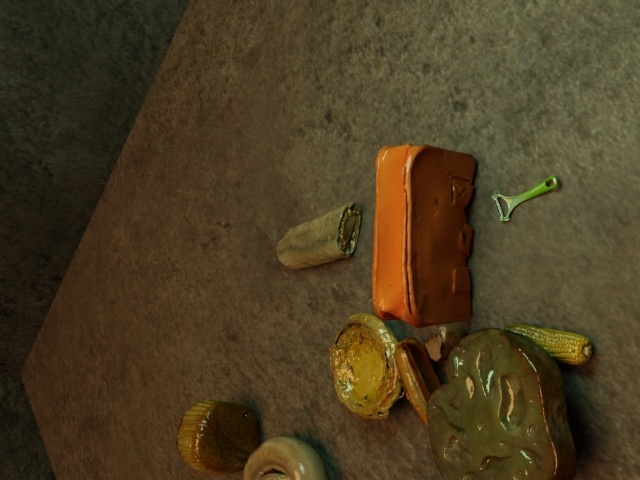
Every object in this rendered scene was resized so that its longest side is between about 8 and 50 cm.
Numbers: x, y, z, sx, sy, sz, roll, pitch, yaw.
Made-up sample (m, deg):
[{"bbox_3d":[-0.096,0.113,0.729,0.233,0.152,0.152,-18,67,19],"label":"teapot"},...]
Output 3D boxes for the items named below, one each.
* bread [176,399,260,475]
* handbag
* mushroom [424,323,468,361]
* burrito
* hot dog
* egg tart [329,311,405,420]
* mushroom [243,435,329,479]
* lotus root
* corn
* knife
[{"bbox_3d":[-0.316,0.624,2.083,0.142,0.253,0.227,-18,52,47],"label":"bread"},{"bbox_3d":[0.251,-0.011,1.534,0.116,0.303,0.410,2,90,43],"label":"handbag"},{"bbox_3d":[0.305,0.244,1.572,0.210,0.094,0.072,101,149,-70],"label":"mushroom"},{"bbox_3d":[0.000,-0.004,1.918,0.299,0.105,0.143,-20,70,44],"label":"burrito"},{"bbox_3d":[0.249,0.364,1.624,0.076,0.104,0.250,-25,90,41],"label":"hot dog"},{"bbox_3d":[0.143,0.337,1.760,0.291,0.107,0.290,-4,85,49],"label":"egg tart"},{"bbox_3d":[-0.133,0.712,1.875,0.293,0.290,0.292,0,90,40],"label":"mushroom"},{"bbox_3d":[0.382,0.391,1.403,0.375,0.111,0.390,30,108,56],"label":"lotus root"},{"bbox_3d":[0.492,0.226,1.446,0.203,0.072,0.072,5,91,45],"label":"corn"},{"bbox_3d":[0.472,-0.107,1.515,0.166,0.023,0.078,-30,74,41],"label":"knife"}]
